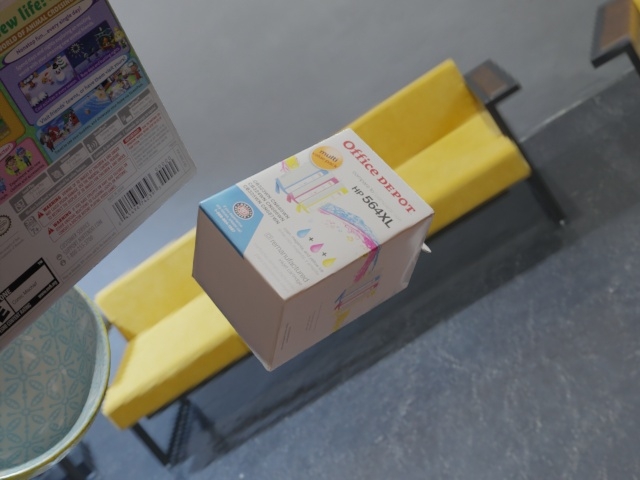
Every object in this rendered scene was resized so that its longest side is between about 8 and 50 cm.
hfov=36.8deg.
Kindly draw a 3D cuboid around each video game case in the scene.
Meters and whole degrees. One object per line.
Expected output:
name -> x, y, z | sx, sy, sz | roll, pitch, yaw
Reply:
video game case -> -0.196, -0.060, 0.643 | 0.023, 0.193, 0.212 | 12, 48, 42

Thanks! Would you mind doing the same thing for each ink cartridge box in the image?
ink cartridge box -> 0.000, 0.000, 0.643 | 0.143, 0.092, 0.090 | -30, -25, -27

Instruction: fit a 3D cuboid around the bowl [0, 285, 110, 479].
bowl -> -0.402, 0.182, 1.177 | 0.289, 0.289, 0.156 | -45, -15, -31
